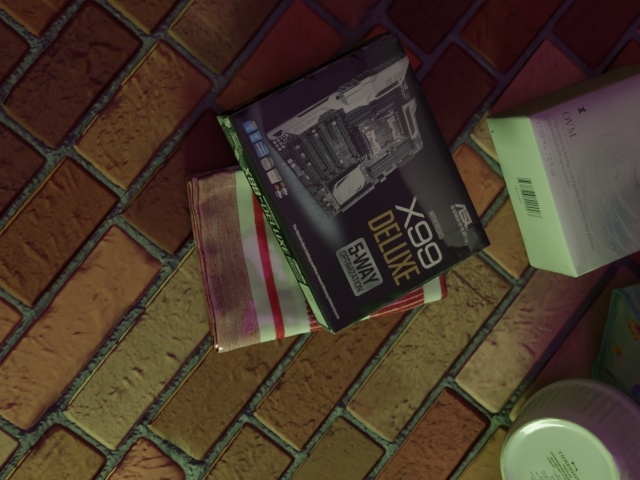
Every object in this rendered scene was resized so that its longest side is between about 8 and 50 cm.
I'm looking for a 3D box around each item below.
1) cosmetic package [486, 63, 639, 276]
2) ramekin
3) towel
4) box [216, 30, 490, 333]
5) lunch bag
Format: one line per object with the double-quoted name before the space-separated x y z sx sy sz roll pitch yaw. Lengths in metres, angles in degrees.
"cosmetic package" 0.378 -0.099 1.612 0.224 0.138 0.224 -22 101 -14
"ramekin" 0.339 0.296 1.594 0.109 0.207 0.207 -22 105 -55
"towel" 0.000 0.000 1.568 0.329 0.037 0.237 -12 99 -14
"box" 0.045 -0.074 1.514 0.242 0.076 0.307 -28 103 -12
"lunch bag" 0.506 0.172 1.660 0.223 0.160 0.262 -14 134 -15
